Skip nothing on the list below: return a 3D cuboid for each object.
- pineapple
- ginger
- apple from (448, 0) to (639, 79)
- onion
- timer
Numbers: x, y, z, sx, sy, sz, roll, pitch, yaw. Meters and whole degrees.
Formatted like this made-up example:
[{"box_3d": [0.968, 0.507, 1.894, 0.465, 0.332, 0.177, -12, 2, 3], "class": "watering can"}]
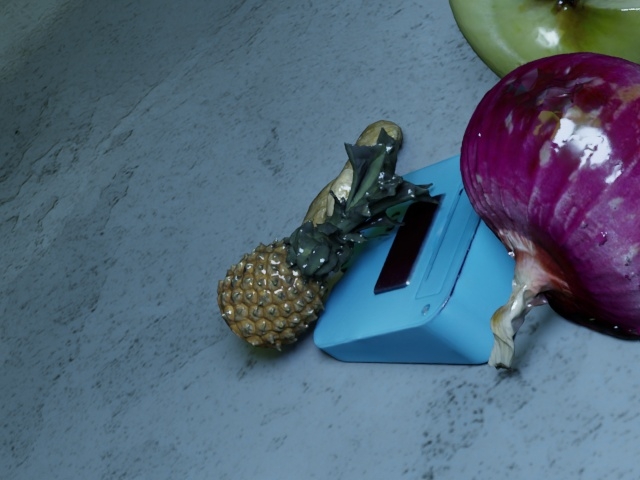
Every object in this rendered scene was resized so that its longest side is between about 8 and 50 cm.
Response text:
[{"box_3d": [0.000, 0.000, 1.467, 0.277, 0.130, 0.119, -44, 36, 25], "class": "pineapple"}, {"box_3d": [0.034, -0.062, 1.612, 0.133, 0.059, 0.214, -56, 3, 46], "class": "ginger"}, {"box_3d": [0.278, -0.289, 1.413, 0.292, 0.292, 0.254, -16, 25, 34], "class": "apple"}, {"box_3d": [0.257, -0.057, 1.262, 0.256, 0.230, 0.272, -7, 44, 40], "class": "onion"}, {"box_3d": [0.117, 0.025, 1.466, 0.250, 0.091, 0.232, -13, 47, 53], "class": "timer"}]
